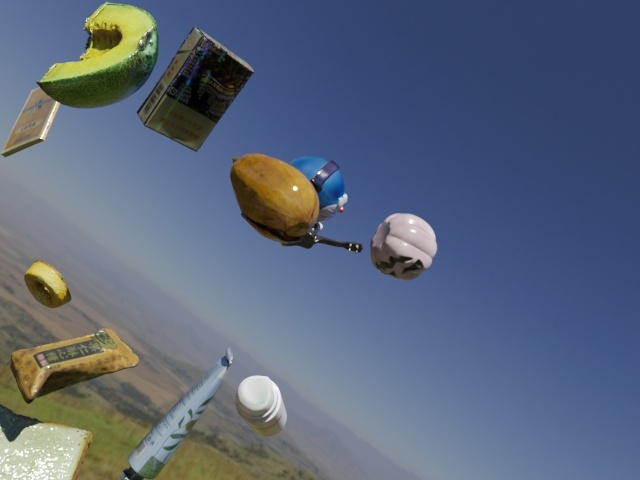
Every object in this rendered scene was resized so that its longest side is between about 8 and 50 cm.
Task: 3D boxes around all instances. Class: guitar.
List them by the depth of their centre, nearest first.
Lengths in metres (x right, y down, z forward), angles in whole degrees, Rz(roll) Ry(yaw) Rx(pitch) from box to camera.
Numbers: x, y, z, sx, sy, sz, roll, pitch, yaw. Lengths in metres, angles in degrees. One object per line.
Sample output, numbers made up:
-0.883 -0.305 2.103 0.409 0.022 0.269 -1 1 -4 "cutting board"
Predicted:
0.000 0.001 1.738 0.271 0.038 0.084 14 -55 9 "guitar"

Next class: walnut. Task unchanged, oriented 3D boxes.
-0.139 -0.133 1.521 0.336 0.209 0.209 44 -12 27 "walnut"

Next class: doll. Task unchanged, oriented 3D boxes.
-0.046 -0.146 1.877 0.240 0.284 0.310 45 -50 -1 "doll"

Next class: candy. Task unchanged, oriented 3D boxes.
-0.572 0.278 1.291 0.143 0.271 0.101 46 -56 25 "candy"

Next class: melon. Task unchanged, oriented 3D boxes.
-0.386 -0.335 1.061 0.169 0.265 0.129 4 -38 16 "melon"

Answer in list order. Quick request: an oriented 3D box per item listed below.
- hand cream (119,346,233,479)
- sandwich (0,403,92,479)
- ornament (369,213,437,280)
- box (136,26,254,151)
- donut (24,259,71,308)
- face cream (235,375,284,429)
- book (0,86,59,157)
-0.222 0.279 0.877 0.055 0.256 0.088 38 -6 -6 "hand cream"
-0.667 0.494 1.237 0.251 0.226 0.087 22 -54 -15 "sandwich"
0.222 0.020 1.454 0.177 0.177 0.177 34 -17 11 "ornament"
-0.365 -0.431 1.611 0.198 0.310 0.084 24 22 -47 "box"
-0.914 0.155 1.842 0.162 0.065 0.179 10 -52 26 "donut"
-0.133 0.378 1.255 0.102 0.102 0.346 32 -20 15 "face cream"
-0.771 -0.345 1.502 0.170 0.242 0.018 -12 -35 27 "book"
